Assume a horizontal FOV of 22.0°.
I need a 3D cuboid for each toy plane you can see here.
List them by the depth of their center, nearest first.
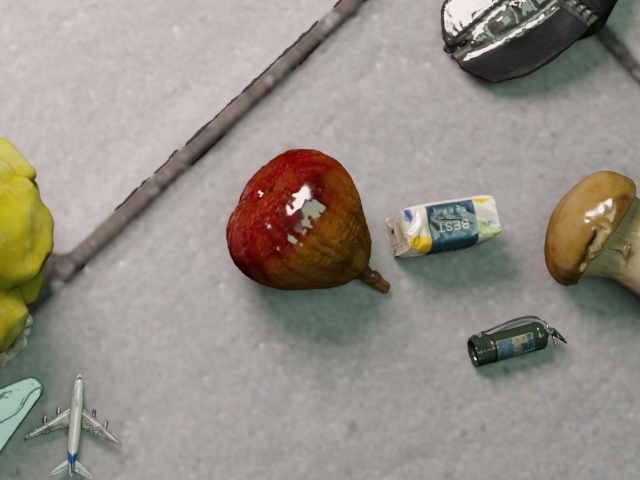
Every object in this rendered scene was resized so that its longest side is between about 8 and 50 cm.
[{"bbox_3d":[-0.198,0.151,1.326,0.078,0.024,0.084,5,76,-11],"label":"toy plane"}]

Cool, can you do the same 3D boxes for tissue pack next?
[{"bbox_3d":[0.104,-0.011,1.391,0.083,0.062,0.042,-10,82,-14],"label":"tissue pack"}]

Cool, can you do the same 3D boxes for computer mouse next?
[{"bbox_3d":[0.193,-0.213,1.434,0.192,0.062,0.106,-33,91,-15],"label":"computer mouse"}]

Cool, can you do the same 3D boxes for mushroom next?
[{"bbox_3d":[0.355,0.052,1.411,0.350,0.128,0.128,27,79,-5],"label":"mushroom"}]

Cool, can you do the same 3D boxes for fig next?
[{"bbox_3d":[-0.008,-0.012,1.363,0.119,0.153,0.119,-7,76,28],"label":"fig"}]

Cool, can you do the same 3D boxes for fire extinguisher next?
[{"bbox_3d":[0.167,0.084,1.414,0.083,0.025,0.038,-13,63,-13],"label":"fire extinguisher"}]

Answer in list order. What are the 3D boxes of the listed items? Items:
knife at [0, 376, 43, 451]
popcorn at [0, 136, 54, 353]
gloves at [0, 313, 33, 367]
[{"bbox_3d":[-0.307,0.211,1.297,0.063,0.034,0.260,29,72,-1],"label":"knife"},{"bbox_3d":[-0.332,0.012,1.205,0.224,0.270,0.258,42,103,36],"label":"popcorn"},{"bbox_3d":[-0.263,0.083,1.312,0.081,0.037,0.044,-36,119,-24],"label":"gloves"}]
